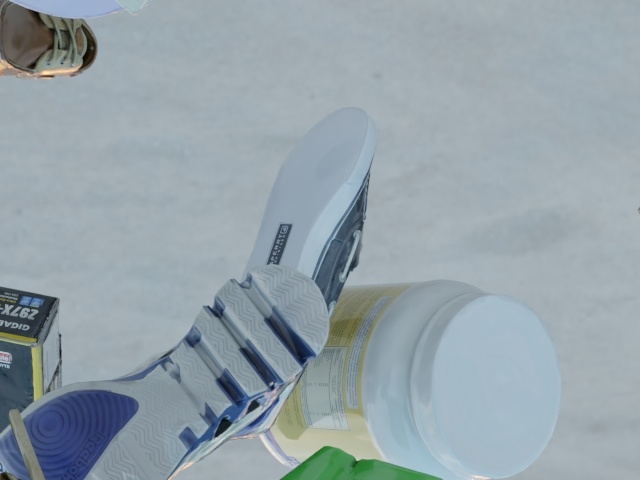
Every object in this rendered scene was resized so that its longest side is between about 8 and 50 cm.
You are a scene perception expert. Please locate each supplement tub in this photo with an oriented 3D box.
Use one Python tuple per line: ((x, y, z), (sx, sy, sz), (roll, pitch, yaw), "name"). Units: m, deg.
((0.093, 0.168, 1.745), (0.241, 0.241, 0.331), (12, 169, -37), "supplement tub")

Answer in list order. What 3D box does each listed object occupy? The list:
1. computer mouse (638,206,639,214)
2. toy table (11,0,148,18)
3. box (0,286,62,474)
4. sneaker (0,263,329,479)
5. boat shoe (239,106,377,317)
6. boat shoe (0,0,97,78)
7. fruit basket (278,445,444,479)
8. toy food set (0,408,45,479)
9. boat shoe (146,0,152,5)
((0.445, -0.004, 1.707), (0.072, 0.188, 0.272), (-41, 165, 6), "computer mouse")
((-0.258, -0.300, 1.315), (0.274, 0.252, 0.161), (26, -170, -22), "toy table")
((-0.419, 0.145, 1.477), (0.322, 0.079, 0.257), (11, 130, 5), "box")
((-0.122, 0.157, 1.337), (0.315, 0.127, 0.182), (-33, 163, -6), "sneaker")
((0.000, 0.000, 1.642), (0.108, 0.301, 0.102), (6, 158, 41), "boat shoe")
((-0.357, -0.262, 1.872), (0.120, 0.122, 0.324), (4, -173, 3), "boat shoe")
((-0.011, 0.402, 1.245), (0.283, 0.392, 0.392), (14, 163, 18), "fruit basket")
((-0.218, 0.222, 1.041), (0.038, 0.132, 0.192), (-12, 140, -24), "toy food set")
((-0.164, -0.392, 1.578), (0.113, 0.306, 0.105), (3, -161, -44), "boat shoe")
